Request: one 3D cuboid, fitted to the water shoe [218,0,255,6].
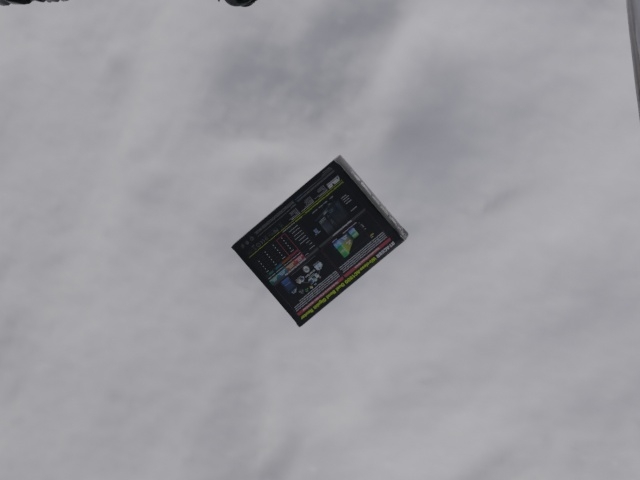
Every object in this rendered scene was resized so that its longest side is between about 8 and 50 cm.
[{"bbox_3d":[-0.084,-0.235,1.639,0.203,0.073,0.080,-11,72,57],"label":"water shoe"}]

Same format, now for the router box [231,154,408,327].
[{"bbox_3d":[0.000,0.000,1.648,0.122,0.038,0.092,-39,92,12],"label":"router box"}]

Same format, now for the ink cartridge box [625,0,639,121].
[{"bbox_3d":[0.263,-0.118,1.047,0.171,0.233,0.168,-5,115,17],"label":"ink cartridge box"}]

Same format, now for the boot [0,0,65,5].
[{"bbox_3d":[-0.167,-0.233,1.081,0.246,0.094,0.207,7,63,46],"label":"boot"}]
